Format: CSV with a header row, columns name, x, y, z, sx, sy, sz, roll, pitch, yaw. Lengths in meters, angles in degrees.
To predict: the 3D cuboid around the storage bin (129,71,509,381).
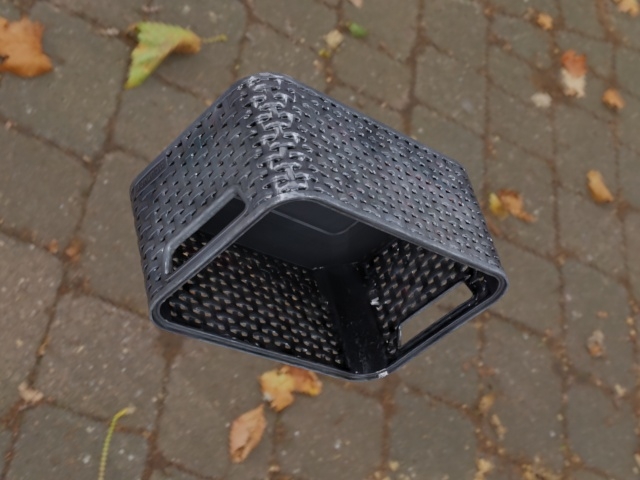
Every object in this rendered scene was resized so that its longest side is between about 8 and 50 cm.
name,x,y,z,sx,sy,sz,roll,pitch,yaw
storage bin,0.000,0.000,0.616,0.180,0.122,0.084,22,41,-40
